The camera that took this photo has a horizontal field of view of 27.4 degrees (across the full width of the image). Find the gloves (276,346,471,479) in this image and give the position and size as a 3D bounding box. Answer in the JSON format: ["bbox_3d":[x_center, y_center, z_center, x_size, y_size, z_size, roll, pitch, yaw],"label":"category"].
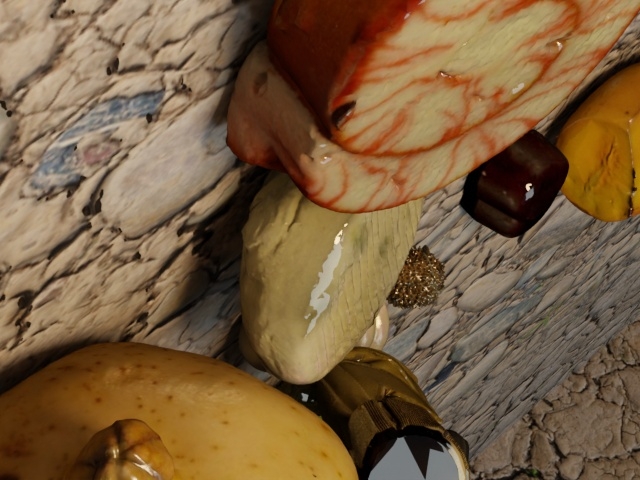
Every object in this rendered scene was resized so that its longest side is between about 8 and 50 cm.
[{"bbox_3d":[0.036,0.170,1.231,0.331,0.154,0.141,-155,-98,-71],"label":"gloves"}]

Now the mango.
[{"bbox_3d":[0.391,-0.138,1.580,0.257,0.138,0.187,-31,139,-42],"label":"mango"}]

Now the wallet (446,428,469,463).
[{"bbox_3d":[0.036,0.274,1.344,0.250,0.044,0.149,-18,-141,29],"label":"wallet"}]

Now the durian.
[{"bbox_3d":[0.097,0.041,1.470,0.091,0.080,0.080,2,151,-3],"label":"durian"}]

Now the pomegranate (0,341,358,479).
[{"bbox_3d":[-0.141,0.248,0.994,0.410,0.410,0.410,-38,160,-16],"label":"pomegranate"}]

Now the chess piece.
[{"bbox_3d":[-0.012,0.095,1.331,0.170,0.094,0.094,-11,143,-52],"label":"chess piece"}]

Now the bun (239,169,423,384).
[{"bbox_3d":[0.000,0.000,1.112,0.237,0.116,0.210,-63,160,-16],"label":"bun"}]

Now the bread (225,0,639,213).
[{"bbox_3d":[0.095,-0.159,0.908,0.295,0.114,0.327,-21,156,-29],"label":"bread"}]

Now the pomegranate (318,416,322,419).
[{"bbox_3d":[-0.012,0.225,1.545,0.169,0.122,0.143,-14,132,-50],"label":"pomegranate"}]

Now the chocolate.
[{"bbox_3d":[0.233,-0.059,1.507,0.125,0.080,0.148,-36,158,-20],"label":"chocolate"}]
